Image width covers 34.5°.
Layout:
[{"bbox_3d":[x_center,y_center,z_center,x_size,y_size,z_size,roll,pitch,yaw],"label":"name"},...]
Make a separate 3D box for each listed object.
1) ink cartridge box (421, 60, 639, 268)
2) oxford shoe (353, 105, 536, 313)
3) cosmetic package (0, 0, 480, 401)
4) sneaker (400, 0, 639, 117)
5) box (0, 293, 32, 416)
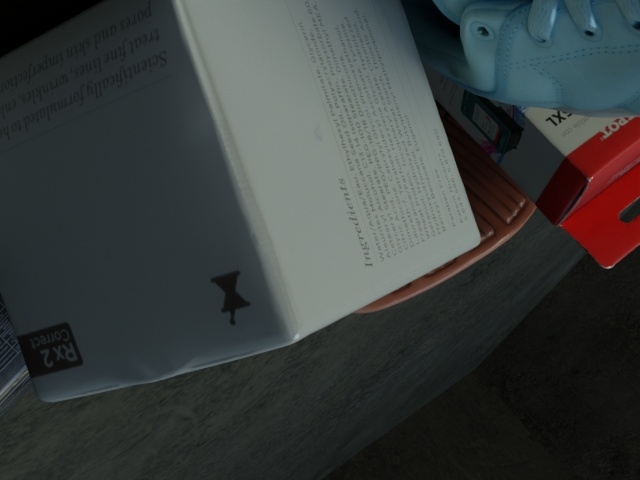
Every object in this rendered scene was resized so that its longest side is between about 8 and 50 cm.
[{"bbox_3d":[0.186,-0.108,0.770,0.134,0.231,0.078,-35,163,-20],"label":"ink cartridge box"},{"bbox_3d":[0.140,-0.058,0.948,0.397,0.140,0.146,-38,168,-19],"label":"oxford shoe"},{"bbox_3d":[-0.045,-0.031,0.491,0.151,0.151,0.183,-18,-178,33],"label":"cosmetic package"},{"bbox_3d":[0.124,-0.112,0.448,0.150,0.135,0.366,5,178,-15],"label":"sneaker"},{"bbox_3d":[-0.208,0.083,0.596,0.231,0.056,0.183,-45,-177,13],"label":"box"}]
